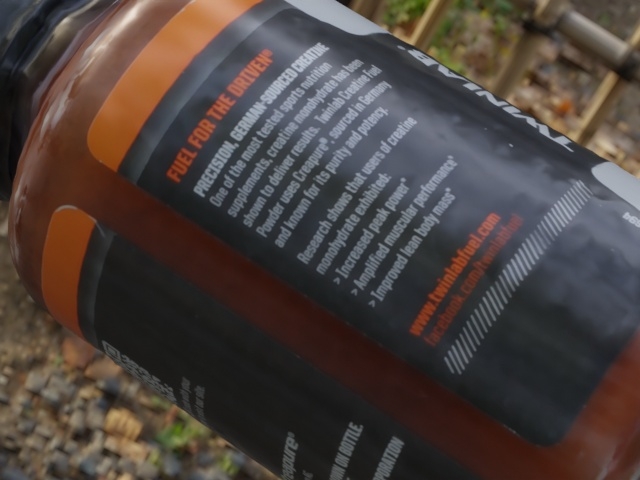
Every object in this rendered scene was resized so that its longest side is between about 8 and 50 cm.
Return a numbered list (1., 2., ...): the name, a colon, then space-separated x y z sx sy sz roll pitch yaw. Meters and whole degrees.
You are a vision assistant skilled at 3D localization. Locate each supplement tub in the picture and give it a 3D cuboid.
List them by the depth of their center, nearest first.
1. supplement tub: 0.000 0.000 0.389 0.198 0.106 0.106 33 37 16
